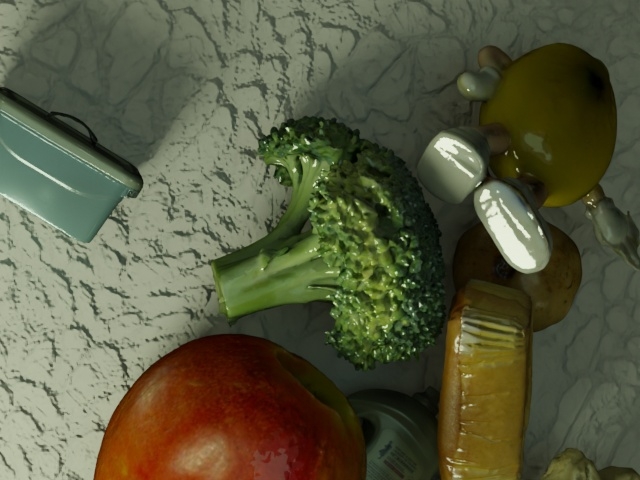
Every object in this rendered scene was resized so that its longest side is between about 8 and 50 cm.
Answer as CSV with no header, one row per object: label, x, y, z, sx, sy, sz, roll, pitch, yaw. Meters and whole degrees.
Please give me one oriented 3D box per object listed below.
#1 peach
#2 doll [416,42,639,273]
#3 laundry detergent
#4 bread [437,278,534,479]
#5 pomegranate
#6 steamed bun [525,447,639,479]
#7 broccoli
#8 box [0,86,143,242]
peach,-0.124,0.300,1.654,0.372,0.290,0.373,0,90,15
doll,0.305,-0.116,1.778,0.423,0.161,0.348,0,67,-43
laundry detergent,0.080,0.305,1.829,0.181,0.091,0.253,42,80,-9
bread,0.221,0.198,1.742,0.119,0.152,0.288,4,117,10
pomegranate,0.277,0.049,1.845,0.196,0.196,0.196,0,90,-16
steamed bun,0.350,0.439,1.853,0.295,0.137,0.292,37,69,-24
broccoli,0.018,-0.012,1.692,0.301,0.249,0.375,-9,65,-32
box,-0.344,-0.101,1.678,0.227,0.162,0.130,31,93,-13
